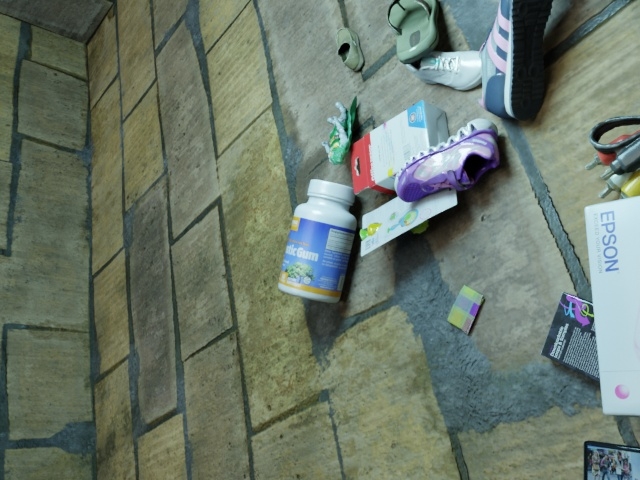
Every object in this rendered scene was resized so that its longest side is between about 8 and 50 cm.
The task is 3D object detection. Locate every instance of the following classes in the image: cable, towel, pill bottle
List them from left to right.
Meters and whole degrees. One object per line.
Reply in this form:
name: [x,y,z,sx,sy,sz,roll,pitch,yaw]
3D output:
pill bottle: [0.000,0.000,1.582,0.152,0.152,0.272,13,91,51]
towel: [0.284,0.135,1.312,0.060,0.009,0.083,33,105,50]
cable: [0.547,-0.174,1.052,0.287,0.072,0.139,-37,55,26]

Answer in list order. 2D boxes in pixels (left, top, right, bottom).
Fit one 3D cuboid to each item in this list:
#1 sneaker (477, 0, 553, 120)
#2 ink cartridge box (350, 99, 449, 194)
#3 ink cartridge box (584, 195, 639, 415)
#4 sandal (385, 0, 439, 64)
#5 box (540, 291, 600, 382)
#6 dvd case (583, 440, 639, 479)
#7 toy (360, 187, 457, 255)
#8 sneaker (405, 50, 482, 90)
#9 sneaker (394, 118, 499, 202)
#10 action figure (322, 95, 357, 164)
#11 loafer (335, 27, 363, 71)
sneaker: [0.346,-0.389,1.249,0.131,0.112,0.319,27,119,56]
ink cartridge box: [0.172,-0.191,1.482,0.231,0.078,0.134,-26,60,45]
ink cartridge box: [0.549,0.080,0.930,0.330,0.071,0.324,-14,70,43]
sandal: [0.196,-0.494,1.475,0.120,0.086,0.303,-34,31,24]
box: [0.448,0.163,1.088,0.162,0.029,0.116,25,98,50]
dvd case: [0.474,0.435,0.986,0.180,0.022,0.253,-9,74,50]
toy: [0.193,-0.050,1.420,0.237,0.056,0.137,-27,33,27]
sneaker: [0.257,-0.367,1.413,0.212,0.094,0.080,15,92,52]
sneaker: [0.253,-0.137,1.321,0.236,0.095,0.104,-32,49,25]
action figure: [0.043,-0.248,1.606,0.232,0.063,0.137,-87,21,-53]
loafer: [0.069,-0.496,1.714,0.056,0.050,0.148,-46,48,33]
